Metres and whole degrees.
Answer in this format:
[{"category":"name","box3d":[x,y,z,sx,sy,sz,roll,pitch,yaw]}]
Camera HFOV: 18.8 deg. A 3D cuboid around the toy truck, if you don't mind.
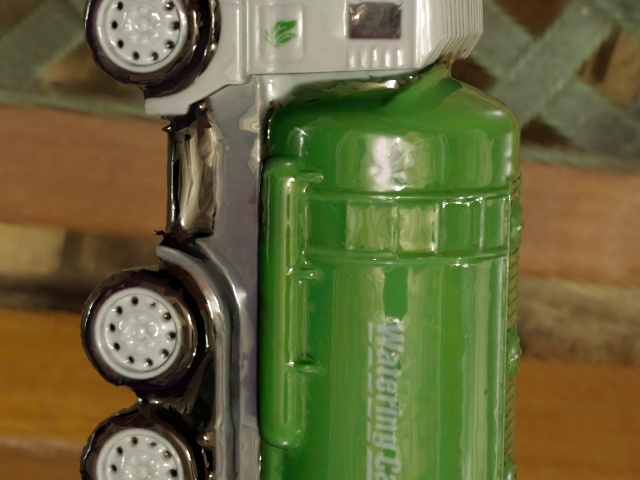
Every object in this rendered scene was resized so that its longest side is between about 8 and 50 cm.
[{"category":"toy truck","box3d":[0.000,0.000,0.591,0.125,0.242,0.101,2,8,16]}]
